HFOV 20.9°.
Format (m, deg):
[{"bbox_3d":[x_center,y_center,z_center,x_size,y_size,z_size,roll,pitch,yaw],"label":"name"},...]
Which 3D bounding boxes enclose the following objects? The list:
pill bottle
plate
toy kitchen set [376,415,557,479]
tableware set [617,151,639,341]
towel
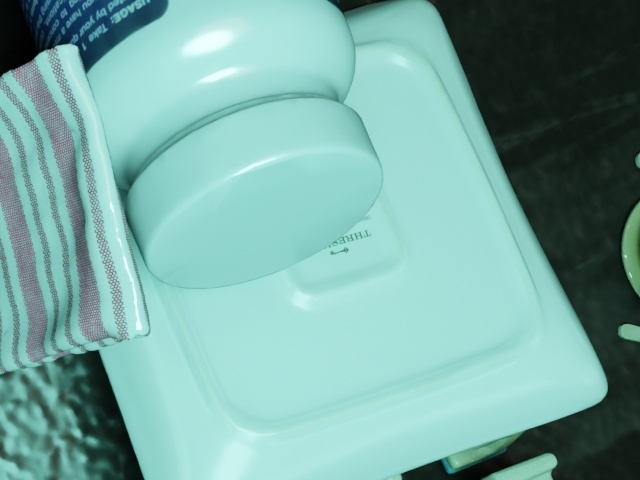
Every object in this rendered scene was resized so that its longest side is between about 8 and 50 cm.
[{"bbox_3d":[-0.072,-0.118,0.888,0.153,0.153,0.264,-12,64,-22],"label":"pill bottle"},{"bbox_3d":[0.000,0.000,0.970,0.277,0.045,0.278,-17,74,-21],"label":"plate"},{"bbox_3d":[0.065,0.205,0.993,0.166,0.122,0.207,-18,71,-22],"label":"toy kitchen set"},{"bbox_3d":[0.286,0.017,1.121,0.194,0.039,0.128,10,80,-20],"label":"tableware set"},{"bbox_3d":[-0.166,-0.004,0.867,0.029,0.197,0.144,-16,90,-46],"label":"towel"}]
